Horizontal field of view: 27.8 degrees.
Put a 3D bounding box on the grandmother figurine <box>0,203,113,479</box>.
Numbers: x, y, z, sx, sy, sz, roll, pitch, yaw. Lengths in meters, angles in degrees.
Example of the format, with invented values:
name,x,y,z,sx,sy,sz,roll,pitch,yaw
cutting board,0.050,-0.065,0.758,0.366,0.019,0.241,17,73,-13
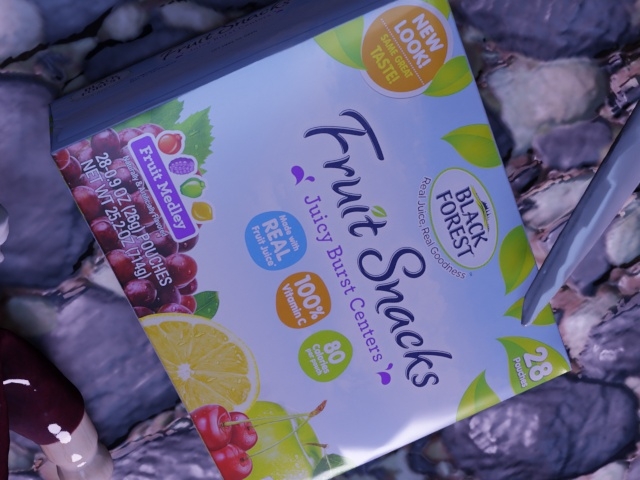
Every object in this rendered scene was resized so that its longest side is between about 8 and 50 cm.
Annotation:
name,x,y,z,sx,sy,sz,roll,pitch,yaw
grandmother figurine,-0.184,0.113,0.569,0.104,0.208,0.343,17,117,26

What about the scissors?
name,x,y,z,sx,sy,sz,roll,pitch,yaw
scissors,0.181,-0.089,0.570,0.109,0.021,0.297,17,95,-18

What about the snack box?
name,x,y,z,sx,sy,sz,roll,pitch,yaw
snack box,0.000,0.000,0.585,0.174,0.070,0.207,-23,119,-2
